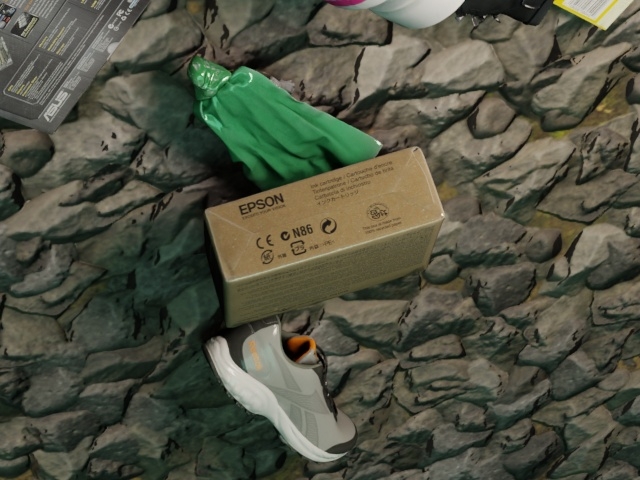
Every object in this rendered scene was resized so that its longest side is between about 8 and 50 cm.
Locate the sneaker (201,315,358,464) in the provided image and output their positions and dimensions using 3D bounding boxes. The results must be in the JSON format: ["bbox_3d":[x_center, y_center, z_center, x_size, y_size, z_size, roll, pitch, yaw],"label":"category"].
[{"bbox_3d":[-0.024,0.174,1.967,0.108,0.100,0.271,-37,136,8],"label":"sneaker"}]

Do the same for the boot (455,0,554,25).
[{"bbox_3d":[0.185,-0.257,1.619,0.099,0.045,0.121,7,135,-24],"label":"boot"}]

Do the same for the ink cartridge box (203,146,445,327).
[{"bbox_3d":[0.000,0.000,1.753,0.234,0.088,0.193,-17,166,-8],"label":"ink cartridge box"}]

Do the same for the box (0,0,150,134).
[{"bbox_3d":[-0.262,-0.216,1.497,0.183,0.056,0.231,19,123,-36],"label":"box"}]

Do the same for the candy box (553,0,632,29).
[{"bbox_3d":[0.247,-0.286,1.665,0.206,0.027,0.105,20,123,-37],"label":"candy box"}]

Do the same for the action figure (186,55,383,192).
[{"bbox_3d":[-0.057,-0.119,1.678,0.137,0.063,0.232,-35,140,16],"label":"action figure"}]

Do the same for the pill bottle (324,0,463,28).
[{"bbox_3d":[0.005,-0.297,1.452,0.283,0.160,0.160,22,122,-38],"label":"pill bottle"}]
